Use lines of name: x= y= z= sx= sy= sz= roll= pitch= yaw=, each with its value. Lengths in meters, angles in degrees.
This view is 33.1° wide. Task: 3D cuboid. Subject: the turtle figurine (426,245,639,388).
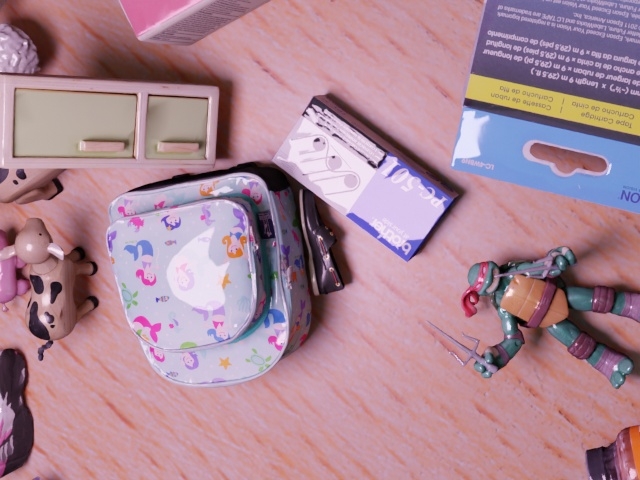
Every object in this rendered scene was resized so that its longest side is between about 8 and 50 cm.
turtle figurine: x=0.248 y=0.072 z=1.215 sx=0.234 sy=0.118 sz=0.175 roll=19 pitch=118 yaw=-2

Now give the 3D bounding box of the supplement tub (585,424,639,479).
supplement tub: x=0.400 y=0.250 z=1.201 sx=0.197 sy=0.106 sz=0.106 roll=-14 pitch=94 yaw=18

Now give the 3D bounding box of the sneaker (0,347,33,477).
sneaker: x=-0.445 y=0.234 z=1.479 sx=0.077 sy=0.072 sz=0.178 roll=1 pitch=91 yaw=28

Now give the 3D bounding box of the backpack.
backpack: x=-0.129 y=0.050 z=1.294 sx=0.225 sy=0.191 sz=0.254 roll=-8 pitch=101 yaw=17

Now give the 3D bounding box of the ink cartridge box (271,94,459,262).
ink cartridge box: x=0.053 y=-0.076 z=1.287 sx=0.207 sy=0.046 sz=0.097 roll=38 pitch=108 yaw=8

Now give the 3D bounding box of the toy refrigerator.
toy refrigerator: x=-0.253 y=-0.137 z=1.250 sx=0.094 sy=0.269 sz=0.102 roll=16 pitch=104 yaw=50

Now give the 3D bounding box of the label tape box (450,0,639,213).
label tape box: x=0.301 y=-0.222 z=1.159 sx=0.249 sy=0.115 sz=0.348 roll=15 pitch=105 yaw=14

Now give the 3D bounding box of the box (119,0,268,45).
box: x=-0.114 y=-0.334 z=1.244 sx=0.232 sy=0.148 sz=0.127 roll=-25 pitch=90 yaw=18

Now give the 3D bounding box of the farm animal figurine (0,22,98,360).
farm animal figurine: x=-0.386 y=-0.058 z=1.353 sx=0.330 sy=0.172 sz=0.327 roll=41 pitch=107 yaw=7

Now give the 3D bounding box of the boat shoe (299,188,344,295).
boat shoe: x=0.000 y=0.000 z=1.315 sx=0.042 sy=0.049 sz=0.133 roll=-11 pitch=94 yaw=7

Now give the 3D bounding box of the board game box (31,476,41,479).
board game box: x=-0.383 y=0.420 z=1.464 sx=0.141 sy=0.048 sz=0.170 roll=-34 pitch=88 yaw=41

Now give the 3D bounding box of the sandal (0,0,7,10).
sandal: x=-0.391 y=-0.370 z=1.357 sx=0.240 sy=0.088 sz=0.079 roll=-50 pitch=40 yaw=-4
